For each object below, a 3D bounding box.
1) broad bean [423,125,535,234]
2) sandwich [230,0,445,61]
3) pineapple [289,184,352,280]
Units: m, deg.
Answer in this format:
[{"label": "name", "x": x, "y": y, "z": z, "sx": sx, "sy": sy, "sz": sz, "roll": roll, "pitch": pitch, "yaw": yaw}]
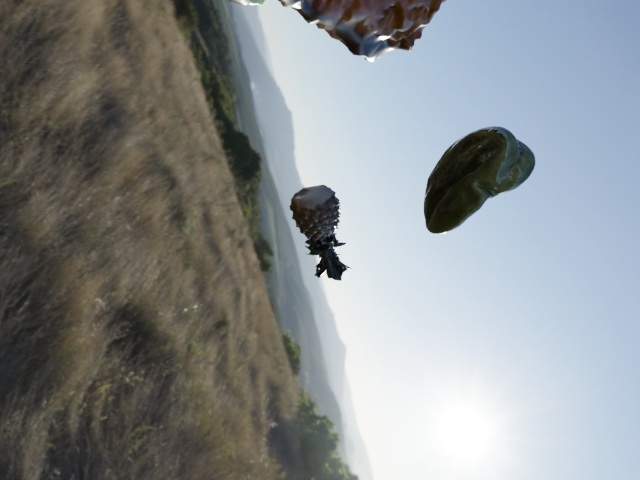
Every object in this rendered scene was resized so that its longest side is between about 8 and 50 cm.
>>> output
[{"label": "broad bean", "x": 0.234, "y": -0.099, "z": 0.938, "sx": 0.072, "sy": 0.206, "sz": 0.153, "roll": 32, "pitch": 42, "yaw": -29}, {"label": "sandwich", "x": 0.010, "y": -0.242, "z": 0.381, "sx": 0.301, "sy": 0.162, "sz": 0.250, "roll": 11, "pitch": 47, "yaw": -43}, {"label": "pineapple", "x": 0.000, "y": 0.000, "z": 0.652, "sx": 0.058, "sy": 0.058, "sz": 0.124, "roll": -107, "pitch": -174, "yaw": -53}]
